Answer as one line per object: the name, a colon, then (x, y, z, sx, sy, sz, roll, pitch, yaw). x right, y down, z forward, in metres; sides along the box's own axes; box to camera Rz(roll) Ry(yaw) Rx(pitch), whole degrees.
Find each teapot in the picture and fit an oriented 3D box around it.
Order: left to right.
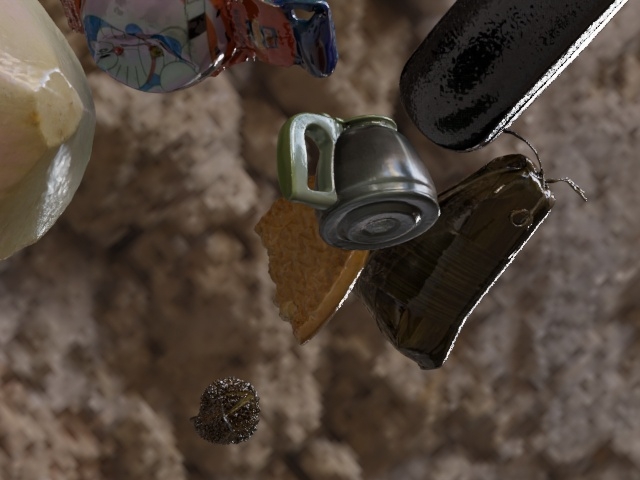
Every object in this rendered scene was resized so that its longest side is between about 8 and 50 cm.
teapot: (0.030, -0.054, 1.446, 0.124, 0.092, 0.091, 39, 34, -57)

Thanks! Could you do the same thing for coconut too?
coconut: (-0.297, -0.094, 1.574, 0.259, 0.259, 0.259, 39, -26, 24)

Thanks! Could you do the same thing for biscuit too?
biscuit: (0.001, 0.001, 1.826, 0.033, 0.144, 0.224, 36, 12, -26)

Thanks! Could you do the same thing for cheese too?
cheese: (-0.141, -0.249, 2.208, 0.329, 0.129, 0.217, 10, -36, 13)

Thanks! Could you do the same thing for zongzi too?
zongzi: (0.114, -0.025, 2.007, 0.111, 0.248, 0.241, 31, 11, -40)

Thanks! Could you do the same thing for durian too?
durian: (-0.112, 0.199, 2.264, 0.091, 0.080, 0.080, -9, -56, 24)

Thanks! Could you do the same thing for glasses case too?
glasses case: (0.206, -0.223, 1.950, 0.122, 0.082, 0.321, 48, -68, 13)
